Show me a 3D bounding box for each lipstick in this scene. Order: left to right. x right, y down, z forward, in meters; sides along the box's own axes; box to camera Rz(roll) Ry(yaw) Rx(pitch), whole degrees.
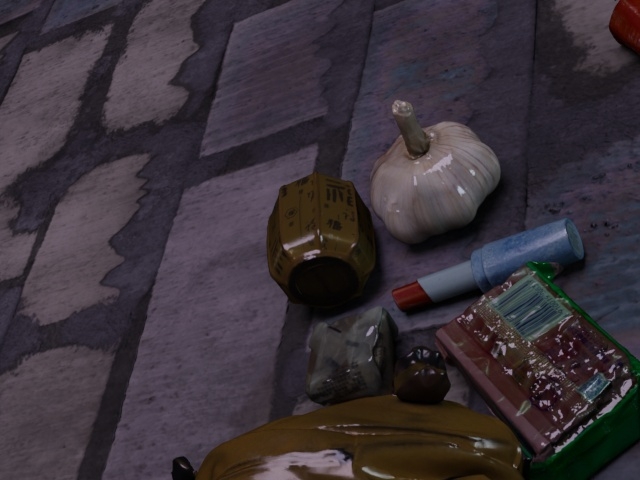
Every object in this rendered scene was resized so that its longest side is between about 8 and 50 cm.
[{"bbox_3d":[0.216,0.043,1.627,0.274,0.061,0.068,-22,39,26],"label":"lipstick"}]

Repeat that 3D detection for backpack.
[{"bbox_3d":[0.033,0.293,1.243,0.378,0.353,0.201,6,40,-9],"label":"backpack"}]

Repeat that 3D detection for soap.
[{"bbox_3d":[0.269,0.148,1.444,0.218,0.098,0.273,-39,38,-1],"label":"soap"}]

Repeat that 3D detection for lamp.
[{"bbox_3d":[0.000,0.000,1.772,0.161,0.161,0.185,-23,40,19],"label":"lamp"}]

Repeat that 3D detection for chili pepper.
[{"bbox_3d":[0.483,-0.279,1.748,0.065,0.088,0.169,-20,47,-6],"label":"chili pepper"}]

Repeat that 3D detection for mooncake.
[{"bbox_3d":[0.042,0.163,1.632,0.125,0.073,0.130,-17,40,29],"label":"mooncake"}]

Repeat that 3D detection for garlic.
[{"bbox_3d":[0.135,-0.117,1.725,0.199,0.226,0.199,-17,45,19],"label":"garlic"}]
